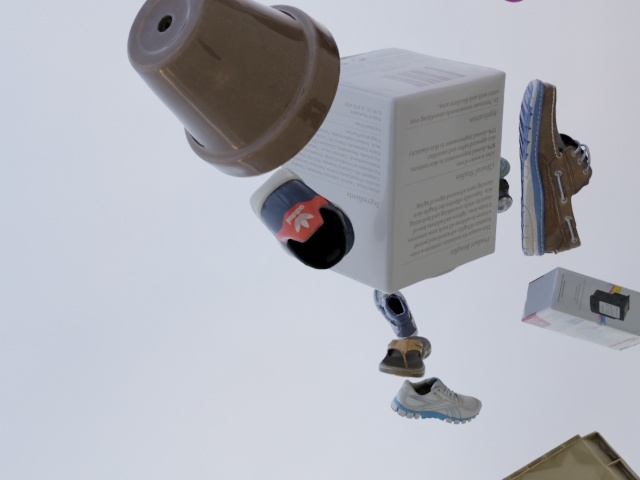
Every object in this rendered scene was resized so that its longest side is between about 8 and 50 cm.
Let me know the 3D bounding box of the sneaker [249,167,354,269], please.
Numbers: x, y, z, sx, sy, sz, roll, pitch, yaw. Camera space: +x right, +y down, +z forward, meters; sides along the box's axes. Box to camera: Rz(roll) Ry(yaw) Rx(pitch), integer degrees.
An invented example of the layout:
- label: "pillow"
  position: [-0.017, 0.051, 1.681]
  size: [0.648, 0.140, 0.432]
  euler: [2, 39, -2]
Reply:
- label: "sneaker"
  position: [0.000, 0.000, 2.000]
  size: [0.131, 0.148, 0.350]
  euler: [-47, -26, 5]

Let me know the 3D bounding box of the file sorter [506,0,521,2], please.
- label: "file sorter"
  position: [0.256, -0.518, 1.834]
  size: [0.182, 0.202, 0.291]
  euler: [-61, -21, 8]

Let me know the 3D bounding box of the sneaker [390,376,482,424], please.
- label: "sneaker"
  position: [0.239, 0.310, 2.270]
  size: [0.191, 0.071, 0.083]
  euler: [6, -61, -21]

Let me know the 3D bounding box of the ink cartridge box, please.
- label: "ink cartridge box"
  position: [0.431, 0.112, 1.850]
  size: [0.127, 0.175, 0.072]
  euler: [131, 155, -71]

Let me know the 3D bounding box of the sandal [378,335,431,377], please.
- label: "sandal"
  position: [0.133, 0.170, 1.765]
  size: [0.180, 0.072, 0.049]
  euler: [-41, -48, -70]

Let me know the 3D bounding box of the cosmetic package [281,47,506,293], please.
- label: "cosmetic package"
  position: [0.141, -0.154, 2.323]
  size: [0.329, 0.327, 0.393]
  euler: [-18, -63, -40]

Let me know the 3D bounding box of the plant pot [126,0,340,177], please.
- label: "plant pot"
  position: [-0.138, -0.250, 1.612]
  size: [0.229, 0.263, 0.263]
  euler: [32, -94, -45]

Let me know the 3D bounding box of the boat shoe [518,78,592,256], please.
- label: "boat shoe"
  position: [0.227, -0.071, 1.115]
  size: [0.066, 0.066, 0.183]
  euler: [-82, -12, -58]

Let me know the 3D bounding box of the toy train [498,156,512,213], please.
- label: "toy train"
  position: [0.301, -0.167, 2.620]
  size: [0.190, 0.334, 0.142]
  euler: [-18, -43, -13]

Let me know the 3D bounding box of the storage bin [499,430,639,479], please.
- label: "storage bin"
  position: [0.411, 0.475, 1.829]
  size: [0.260, 0.262, 0.123]
  euler: [-26, -39, -16]

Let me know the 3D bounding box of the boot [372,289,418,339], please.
- label: "boot"
  position: [0.158, 0.134, 2.509]
  size: [0.069, 0.190, 0.086]
  euler: [-26, -51, -6]
